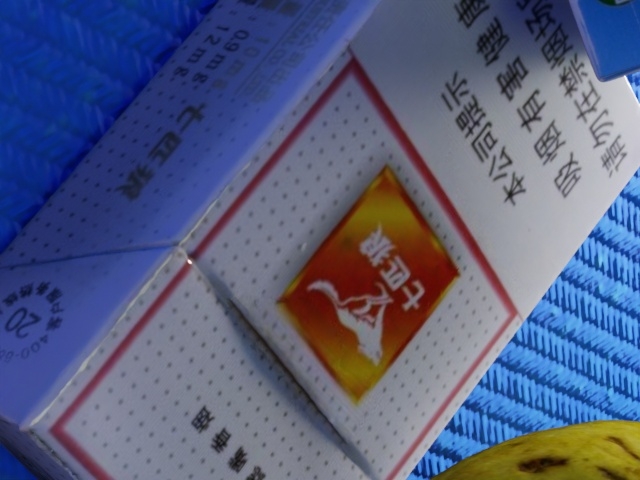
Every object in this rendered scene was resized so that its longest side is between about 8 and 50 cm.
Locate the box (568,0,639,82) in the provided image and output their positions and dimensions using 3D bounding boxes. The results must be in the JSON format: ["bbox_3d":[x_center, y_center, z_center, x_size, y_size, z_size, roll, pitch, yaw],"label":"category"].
[{"bbox_3d":[0.145,-0.158,0.886,0.194,0.073,0.139,-41,111,-73],"label":"box"}]

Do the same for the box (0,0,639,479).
[{"bbox_3d":[0.000,0.000,0.884,0.330,0.095,0.210,-50,134,-16],"label":"box"}]

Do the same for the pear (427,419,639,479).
[{"bbox_3d":[0.138,0.237,0.985,0.304,0.304,0.304,-19,118,-40],"label":"pear"}]
